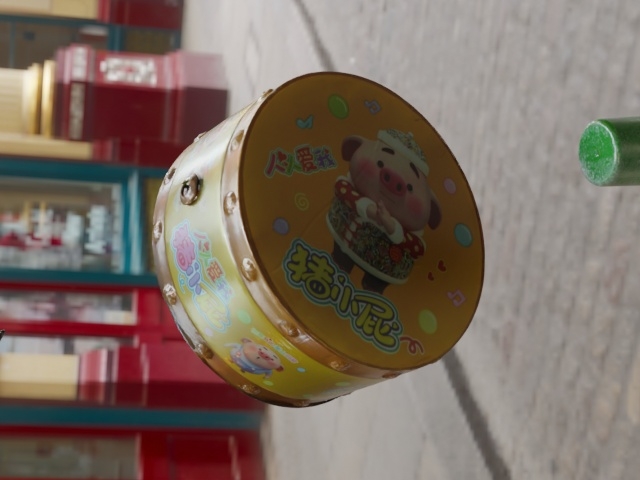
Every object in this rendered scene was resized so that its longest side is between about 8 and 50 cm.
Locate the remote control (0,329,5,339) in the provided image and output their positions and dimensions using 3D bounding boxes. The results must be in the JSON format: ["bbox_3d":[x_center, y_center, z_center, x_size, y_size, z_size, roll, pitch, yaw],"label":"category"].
[{"bbox_3d":[-0.671,0.090,1.879,0.144,0.399,0.062,-61,-13,2],"label":"remote control"}]

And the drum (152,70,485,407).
[{"bbox_3d":[0.000,0.000,1.642,0.214,0.431,0.431,-26,57,47],"label":"drum"}]

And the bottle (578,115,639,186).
[{"bbox_3d":[0.494,-0.120,1.607,0.093,0.330,0.093,176,90,-66],"label":"bottle"}]
